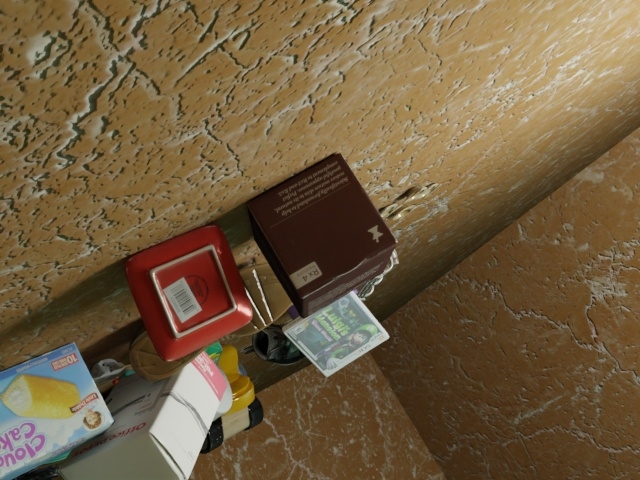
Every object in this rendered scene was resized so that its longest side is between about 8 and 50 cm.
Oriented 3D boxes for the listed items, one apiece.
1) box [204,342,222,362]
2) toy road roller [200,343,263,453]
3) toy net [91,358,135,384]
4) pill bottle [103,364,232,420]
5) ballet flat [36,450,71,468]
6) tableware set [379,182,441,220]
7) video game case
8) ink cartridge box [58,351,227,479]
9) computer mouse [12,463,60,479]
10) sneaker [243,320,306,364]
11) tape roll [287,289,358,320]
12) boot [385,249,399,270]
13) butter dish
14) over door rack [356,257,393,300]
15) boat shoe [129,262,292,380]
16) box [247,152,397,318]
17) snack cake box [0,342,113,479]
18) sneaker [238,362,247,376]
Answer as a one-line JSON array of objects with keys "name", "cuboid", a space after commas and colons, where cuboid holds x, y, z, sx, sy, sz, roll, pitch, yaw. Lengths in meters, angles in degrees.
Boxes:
[{"name": "box", "cuboid": [-0.248, 0.211, 1.587, 0.043, 0.105, 0.179, -26, 167, -21]}, {"name": "toy road roller", "cuboid": [-0.318, 0.394, 2.052, 0.329, 0.241, 0.202, 8, -161, 41]}, {"name": "toy net", "cuboid": [-0.403, 0.257, 1.555, 0.122, 0.045, 0.232, -26, 168, 20]}, {"name": "pill bottle", "cuboid": [-0.398, 0.420, 1.815, 0.361, 0.204, 0.204, -35, 168, 15]}, {"name": "ballet flat", "cuboid": [-0.626, 0.425, 1.551, 0.124, 0.116, 0.342, -15, -177, 45]}, {"name": "tableware set", "cuboid": [0.193, -0.082, 1.700, 0.141, 0.020, 0.168, -38, 166, 27]}, {"name": "video game case", "cuboid": [0.036, 0.203, 1.679, 0.173, 0.022, 0.190, -34, 128, 7]}, {"name": "ink cartridge box", "cuboid": [-0.311, 0.337, 1.393, 0.207, 0.117, 0.283, -26, -163, 17]}, {"name": "computer mouse", "cuboid": [-0.641, 0.503, 1.659, 0.188, 0.072, 0.272, -7, -177, -10]}, {"name": "sneaker", "cuboid": [-0.048, 0.216, 1.733, 0.268, 0.101, 0.153, -28, 158, 30]}, {"name": "tape roll", "cuboid": [0.001, 0.155, 2.034, 0.189, 0.080, 0.189, -30, 167, -8]}, {"name": "boot", "cuboid": [0.136, 0.051, 1.930, 0.118, 0.087, 0.042, -35, 169, 19]}, {"name": "butter dish", "cuboid": [-0.205, 0.075, 1.123, 0.160, 0.160, 0.118, -25, -170, -30]}, {"name": "over door rack", "cuboid": [-0.018, 0.093, 1.730, 0.324, 0.108, 0.239, -14, 164, -12]}, {"name": "boat shoe", "cuboid": [-0.204, 0.136, 1.437, 0.342, 0.123, 0.123, -32, -162, -12]}, {"name": "box", "cuboid": [0.000, 0.000, 1.205, 0.168, 0.167, 0.203, -29, 167, -9]}, {"name": "snack cake box", "cuboid": [-0.485, 0.289, 1.208, 0.264, 0.152, 0.089, -22, 165, -38]}, {"name": "sneaker", "cuboid": [-0.369, 0.488, 2.409, 0.297, 0.111, 0.129, -22, 171, -33]}]
